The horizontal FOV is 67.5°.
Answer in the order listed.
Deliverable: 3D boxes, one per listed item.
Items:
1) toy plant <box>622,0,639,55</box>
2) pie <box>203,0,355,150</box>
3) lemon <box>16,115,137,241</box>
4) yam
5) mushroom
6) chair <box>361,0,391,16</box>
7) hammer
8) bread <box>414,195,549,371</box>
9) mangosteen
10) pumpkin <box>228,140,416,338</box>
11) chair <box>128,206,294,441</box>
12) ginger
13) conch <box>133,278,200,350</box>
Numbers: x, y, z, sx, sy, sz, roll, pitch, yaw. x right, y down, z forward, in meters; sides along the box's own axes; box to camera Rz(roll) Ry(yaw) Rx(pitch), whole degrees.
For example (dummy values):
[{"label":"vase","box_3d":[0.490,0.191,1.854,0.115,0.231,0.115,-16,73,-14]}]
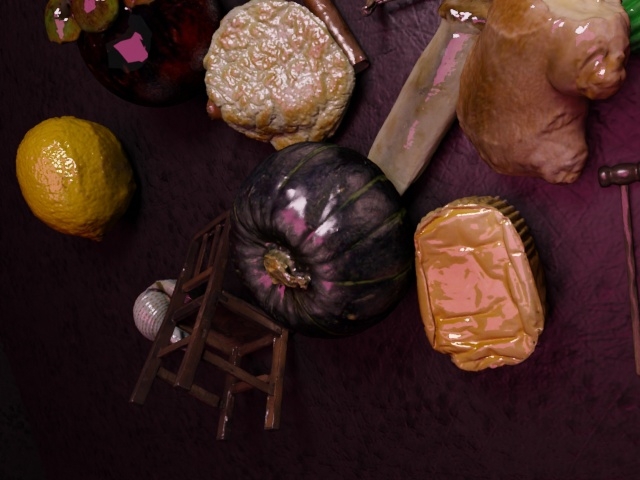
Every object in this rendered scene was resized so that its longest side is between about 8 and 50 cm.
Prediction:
[{"label":"toy plant","box_3d":[0.385,-0.286,0.549,0.240,0.088,0.155,5,96,53]},{"label":"pie","box_3d":[-0.077,-0.285,0.846,0.274,0.105,0.257,28,124,6]},{"label":"lemon","box_3d":[-0.606,-0.154,1.197,0.268,0.268,0.322,-18,92,38]},{"label":"yam","box_3d":[0.001,-0.403,0.826,0.046,0.046,0.264,-35,81,36]},{"label":"mushroom","box_3d":[0.167,-0.213,0.731,0.100,0.081,0.312,44,127,26]},{"label":"chair","box_3d":[0.137,-0.439,0.641,0.271,0.166,0.188,-4,98,37]},{"label":"hammer","box_3d":[0.417,0.042,0.638,0.058,0.029,0.293,-4,100,39]},{"label":"bread","box_3d":[0.234,0.060,0.706,0.178,0.133,0.251,-17,91,37]},{"label":"mangosteen","box_3d":[-0.327,-0.408,0.908,0.310,0.311,0.312,9,106,34]},{"label":"pumpkin","box_3d":[0.000,0.000,0.782,0.323,0.241,0.324,25,128,36]},{"label":"chair","box_3d":[-0.196,0.175,1.035,0.240,0.417,0.203,36,134,-29]},{"label":"ginger","box_3d":[0.269,-0.187,0.575,0.221,0.130,0.276,33,148,63]},{"label":"conch","box_3d":[-0.354,0.181,1.173,0.199,0.131,0.172,38,97,5]}]
